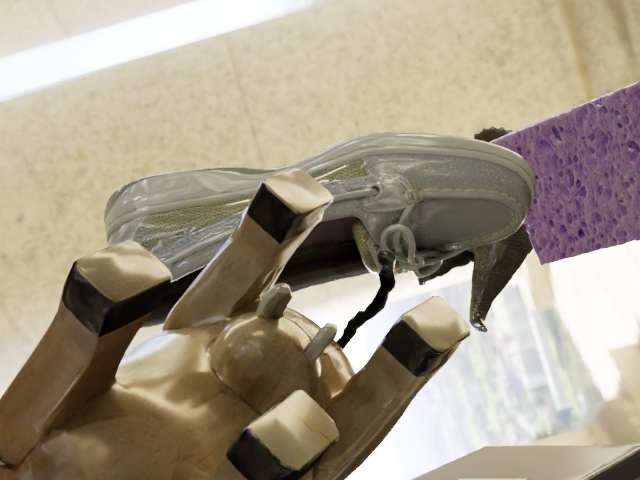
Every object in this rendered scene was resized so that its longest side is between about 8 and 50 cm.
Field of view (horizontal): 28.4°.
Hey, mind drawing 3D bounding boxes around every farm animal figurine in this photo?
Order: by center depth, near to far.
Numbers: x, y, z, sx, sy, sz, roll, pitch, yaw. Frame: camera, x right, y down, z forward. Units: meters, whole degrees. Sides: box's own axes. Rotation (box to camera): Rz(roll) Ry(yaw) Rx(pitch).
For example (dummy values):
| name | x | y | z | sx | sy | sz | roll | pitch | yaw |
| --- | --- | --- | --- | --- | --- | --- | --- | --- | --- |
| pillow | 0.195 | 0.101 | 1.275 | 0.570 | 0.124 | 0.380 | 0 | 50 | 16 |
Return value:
| name | x | y | z | sx | sy | sz | roll | pitch | yaw |
| --- | --- | --- | --- | --- | --- | --- | --- | --- | --- |
| farm animal figurine | -0.096 | 0.072 | 0.394 | 0.326 | 0.172 | 0.330 | -4 | -131 | -47 |

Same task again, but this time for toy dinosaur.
| name | x | y | z | sx | sy | sz | roll | pitch | yaw |
| --- | --- | --- | --- | --- | --- | --- | --- | --- | --- |
| toy dinosaur | 0.166 | -0.033 | 1.334 | 0.313 | 0.160 | 0.121 | -95 | -11 | -60 |

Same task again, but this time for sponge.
| name | x | y | z | sx | sy | sz | roll | pitch | yaw |
| --- | --- | --- | --- | --- | --- | --- | --- | --- | --- |
| sponge | 0.221 | -0.052 | 1.002 | 0.210 | 0.031 | 0.117 | -20 | 94 | 62 |

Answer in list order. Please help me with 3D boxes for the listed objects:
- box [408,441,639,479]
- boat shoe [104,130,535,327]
| name | x | y | z | sx | sy | sz | roll | pitch | yaw |
| --- | --- | --- | --- | --- | --- | --- | --- | --- | --- |
| box | 0.130 | 0.351 | 0.986 | 0.343 | 0.179 | 0.313 | -11 | -89 | -48 |
| boat shoe | -0.002 | -0.001 | 0.920 | 0.118 | 0.320 | 0.103 | 76 | -171 | -59 |
